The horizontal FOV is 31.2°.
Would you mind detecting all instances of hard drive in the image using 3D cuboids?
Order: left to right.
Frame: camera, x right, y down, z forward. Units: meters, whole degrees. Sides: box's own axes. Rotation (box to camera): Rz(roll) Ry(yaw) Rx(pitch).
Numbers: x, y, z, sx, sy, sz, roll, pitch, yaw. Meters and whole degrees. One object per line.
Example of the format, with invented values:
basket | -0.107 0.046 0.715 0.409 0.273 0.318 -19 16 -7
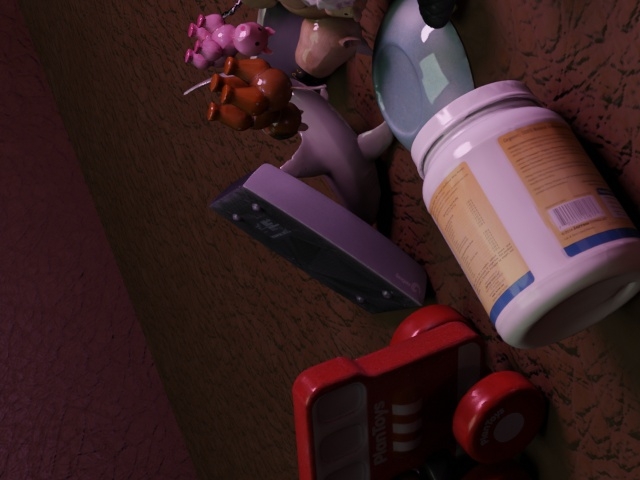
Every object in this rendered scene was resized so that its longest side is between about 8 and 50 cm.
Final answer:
hard drive | 0.000 0.000 1.377 0.255 0.054 0.172 34 163 -13

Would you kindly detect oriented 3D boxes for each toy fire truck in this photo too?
toy fire truck | 0.088 0.227 1.240 0.169 0.254 0.302 47 147 48

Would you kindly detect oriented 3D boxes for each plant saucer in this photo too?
plant saucer | 0.097 -0.164 1.219 0.195 0.038 0.194 49 149 44

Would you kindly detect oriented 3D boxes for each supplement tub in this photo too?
supplement tub | 0.177 -0.023 0.985 0.199 0.144 0.144 63 157 24

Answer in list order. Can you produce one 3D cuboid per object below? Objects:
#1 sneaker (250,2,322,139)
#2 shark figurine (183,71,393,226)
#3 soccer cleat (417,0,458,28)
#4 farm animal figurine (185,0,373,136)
sneaker | -0.033 -0.202 1.441 0.118 0.083 0.222 52 149 43
shark figurine | -0.029 -0.126 1.355 0.278 0.116 0.166 45 150 3
soccer cleat | 0.097 -0.282 1.080 0.060 0.072 0.178 47 147 48
farm animal figurine | -0.018 -0.273 1.222 0.330 0.172 0.326 -100 28 -43
